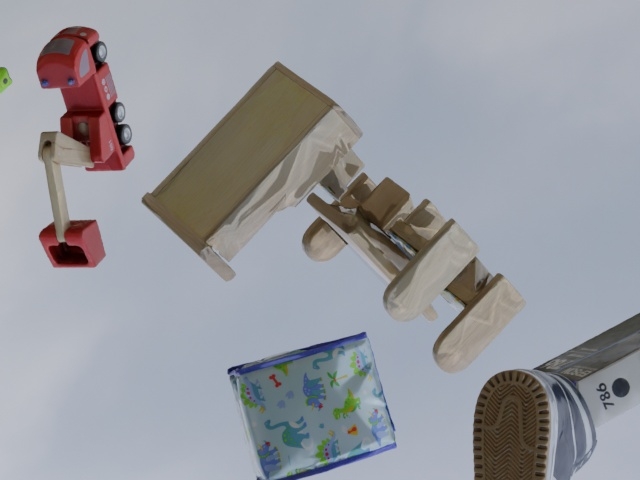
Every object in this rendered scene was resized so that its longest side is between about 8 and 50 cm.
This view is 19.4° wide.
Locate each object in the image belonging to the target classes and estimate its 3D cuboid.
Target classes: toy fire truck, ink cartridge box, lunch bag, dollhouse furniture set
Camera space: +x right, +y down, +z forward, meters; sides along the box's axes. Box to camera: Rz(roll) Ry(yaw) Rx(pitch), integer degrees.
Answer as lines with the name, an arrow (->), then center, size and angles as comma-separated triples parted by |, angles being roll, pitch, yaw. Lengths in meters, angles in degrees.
toy fire truck -> -0.226, -0.086, 1.721 | 0.047, 0.192, 0.135 | -1, -149, 24
ink cartridge box -> 0.350, 0.138, 2.112 | 0.333, 0.065, 0.165 | -28, -174, -15
lunch bag -> -0.007, 0.172, 1.923 | 0.151, 0.128, 0.096 | -15, -179, -10
dollhouse furniture set -> 0.000, 0.000, 2.470 | 0.256, 0.394, 0.362 | -46, -140, -3

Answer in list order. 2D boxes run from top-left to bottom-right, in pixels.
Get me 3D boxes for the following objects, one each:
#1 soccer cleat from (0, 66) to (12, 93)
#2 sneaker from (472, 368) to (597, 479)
soccer cleat -> -0.390, -0.185, 2.005 | 0.072, 0.060, 0.179 | -36, -138, -17
sneaker -> 0.194, 0.258, 1.796 | 0.099, 0.282, 0.153 | 11, -175, 23
